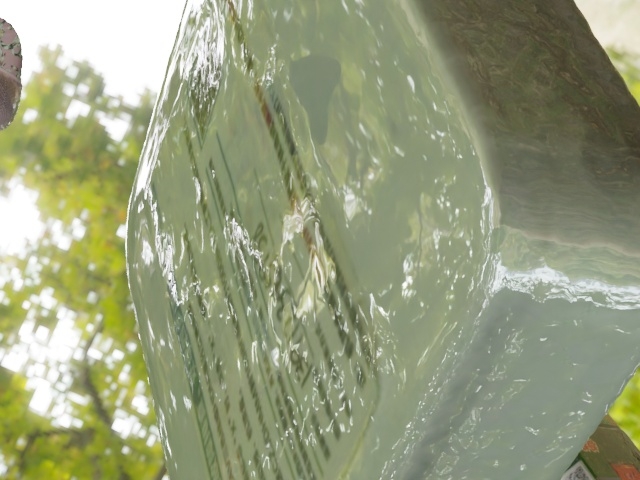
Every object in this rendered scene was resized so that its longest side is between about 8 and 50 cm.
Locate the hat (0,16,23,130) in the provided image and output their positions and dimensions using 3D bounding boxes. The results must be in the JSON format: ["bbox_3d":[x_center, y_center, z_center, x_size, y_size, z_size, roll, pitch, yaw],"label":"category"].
[{"bbox_3d":[-0.204,-0.095,0.802,0.058,0.087,0.042,4,-127,5],"label":"hat"}]

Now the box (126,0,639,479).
[{"bbox_3d":[0.001,-0.001,0.714,0.111,0.397,0.396,3,-136,-22],"label":"box"}]

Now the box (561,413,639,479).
[{"bbox_3d":[0.166,0.111,1.078,0.132,0.034,0.235,16,-148,-53],"label":"box"}]
